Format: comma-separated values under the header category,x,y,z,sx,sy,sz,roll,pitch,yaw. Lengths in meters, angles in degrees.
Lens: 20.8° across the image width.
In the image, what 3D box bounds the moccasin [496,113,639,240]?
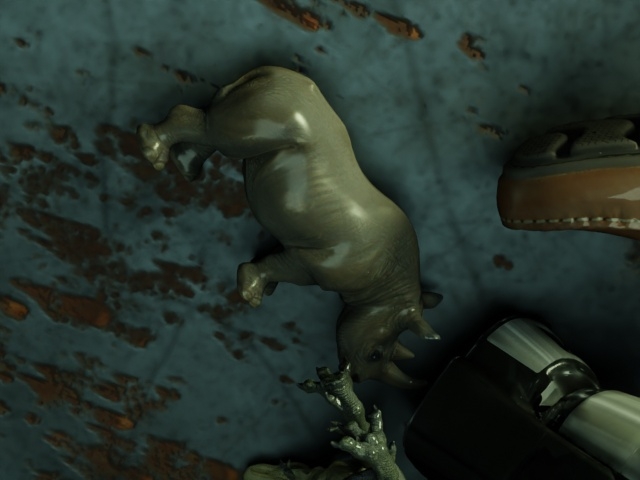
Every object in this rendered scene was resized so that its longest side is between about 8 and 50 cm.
category,x,y,z,sx,sy,sz,roll,pitch,yaw
moccasin,0.289,0.007,1.034,0.380,0.139,0.147,7,102,-13

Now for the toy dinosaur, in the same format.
category,x,y,z,sx,sy,sz,roll,pitch,yaw
toy dinosaur,0.030,0.144,1.037,0.064,0.268,0.118,-29,113,-24

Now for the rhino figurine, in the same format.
category,x,y,z,sx,sy,sz,roll,pitch,yaw
rhino figurine,0.000,0.000,1.054,0.106,0.073,0.243,-29,110,14

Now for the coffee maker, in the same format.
category,x,y,z,sx,sy,sz,roll,pitch,yaw
coffee maker,0.135,0.147,1.031,0.171,0.178,0.120,-37,129,-19
